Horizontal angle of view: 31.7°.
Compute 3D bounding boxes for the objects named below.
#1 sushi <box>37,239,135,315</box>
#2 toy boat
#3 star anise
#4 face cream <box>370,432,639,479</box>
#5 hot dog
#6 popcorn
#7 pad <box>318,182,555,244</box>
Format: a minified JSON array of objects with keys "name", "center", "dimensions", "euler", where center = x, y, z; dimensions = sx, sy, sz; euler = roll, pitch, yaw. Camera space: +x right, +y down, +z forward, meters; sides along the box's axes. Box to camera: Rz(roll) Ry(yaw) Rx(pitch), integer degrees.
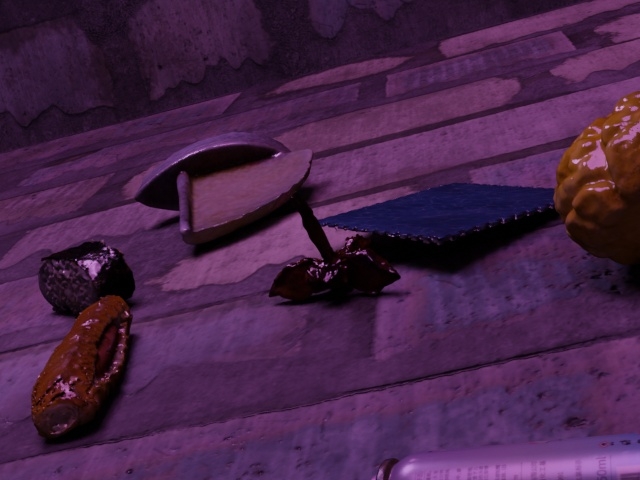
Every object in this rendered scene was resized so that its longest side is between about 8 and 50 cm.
[{"name":"sushi","center":[-0.313,0.050,1.510],"dimensions":[0.078,0.090,0.150],"euler":[-24,16,-39]},{"name":"toy boat","center":[-0.135,-0.081,1.773],"dimensions":[0.276,0.111,0.293],"euler":[-22,30,-19]},{"name":"star anise","center":[0.006,-0.001,1.298],"dimensions":[0.158,0.144,0.140],"euler":[-19,9,-8]},{"name":"face cream","center":[0.126,0.170,0.741],"dimensions":[0.229,0.075,0.075],"euler":[-8,18,21]},{"name":"hot dog","center":[-0.260,0.129,1.245],"dimensions":[0.083,0.068,0.289],"euler":[-22,17,5]},{"name":"popcorn","center":[0.348,-0.047,1.114],"dimensions":[0.200,0.226,0.203],"euler":[-45,53,17]},{"name":"pad","center":[0.162,-0.040,1.425],"dimensions":[0.269,0.012,0.270],"euler":[-17,15,-35]}]
